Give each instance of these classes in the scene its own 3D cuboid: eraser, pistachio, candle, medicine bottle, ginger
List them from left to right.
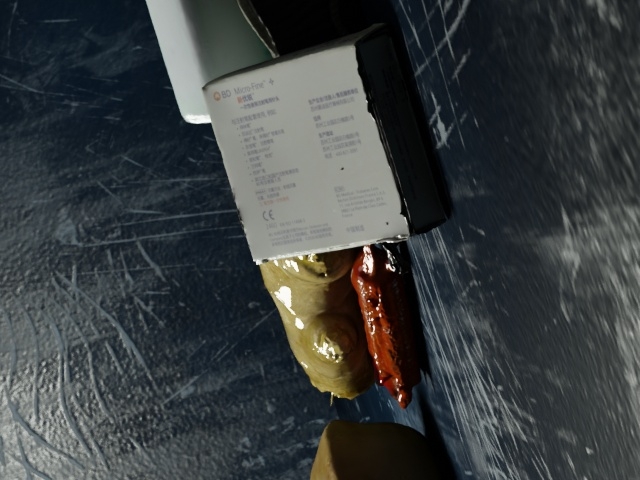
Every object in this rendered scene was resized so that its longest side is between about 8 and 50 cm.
[{"bbox_3d":[-0.086,-0.268,1.720,0.104,0.189,0.290,4,117,47],"label":"eraser"},{"bbox_3d":[-0.002,-0.075,1.558,0.201,0.052,0.171,-12,98,47],"label":"medicine bottle"},{"bbox_3d":[0.012,0.002,1.974,0.236,0.166,0.375,4,125,63],"label":"ginger"},{"bbox_3d":[0.068,0.074,1.930,0.084,0.059,0.302,57,167,38],"label":"candle"},{"bbox_3d":[0.080,0.324,2.121,0.212,0.163,0.260,24,-145,-49],"label":"pistachio"}]

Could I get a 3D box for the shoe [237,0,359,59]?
[{"bbox_3d":[-0.008,-0.180,1.667,0.112,0.099,0.227,60,-170,-76],"label":"shoe"}]
